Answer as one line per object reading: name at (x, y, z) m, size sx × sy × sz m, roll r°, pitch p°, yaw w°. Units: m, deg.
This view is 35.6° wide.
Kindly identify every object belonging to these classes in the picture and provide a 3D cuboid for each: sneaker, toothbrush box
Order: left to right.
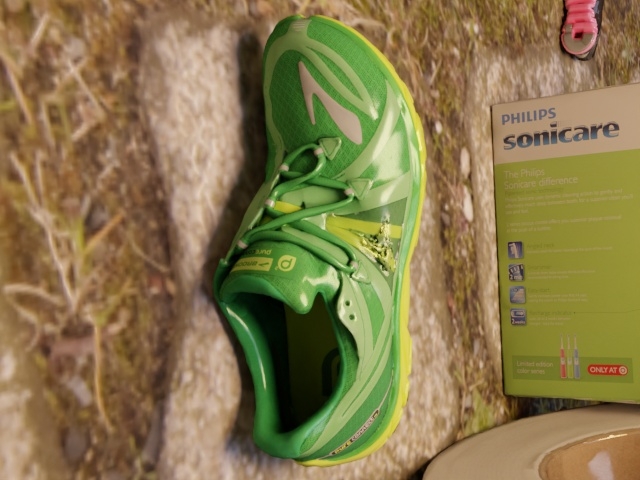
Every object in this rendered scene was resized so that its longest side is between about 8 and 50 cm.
sneaker at (0.000, 0.000, 0.633) m, size 0.123 × 0.109 × 0.295 m, roll -3°, pitch 90°, yaw -58°
sneaker at (0.300, -0.256, 1.121) m, size 0.057 × 0.047 × 0.119 m, roll 29°, pitch 72°, yaw -56°
toothbrush box at (0.283, 0.004, 0.934) m, size 0.122 × 0.206 × 0.283 m, roll -1°, pitch 87°, yaw -53°

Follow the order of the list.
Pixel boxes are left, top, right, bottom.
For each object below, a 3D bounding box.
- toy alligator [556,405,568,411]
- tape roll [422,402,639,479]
toy alligator at (0.225, 0.257, 0.968) m, size 0.051 × 0.056 × 0.189 m, roll -8°, pitch 95°, yaw -13°
tape roll at (0.269, 0.198, 0.747) m, size 0.392 × 0.392 × 0.072 m, roll -13°, pitch 97°, yaw -53°
